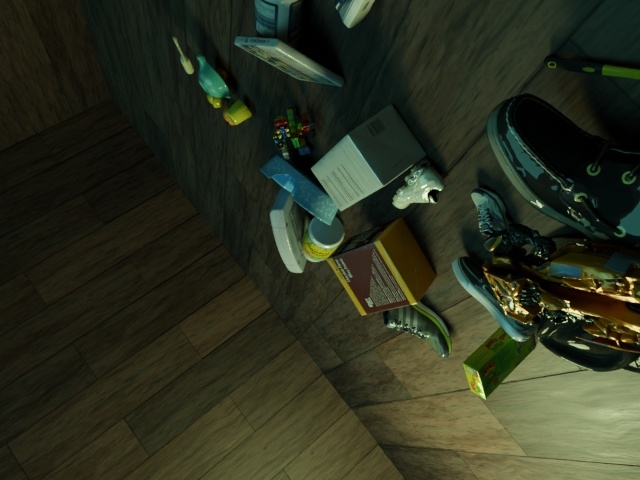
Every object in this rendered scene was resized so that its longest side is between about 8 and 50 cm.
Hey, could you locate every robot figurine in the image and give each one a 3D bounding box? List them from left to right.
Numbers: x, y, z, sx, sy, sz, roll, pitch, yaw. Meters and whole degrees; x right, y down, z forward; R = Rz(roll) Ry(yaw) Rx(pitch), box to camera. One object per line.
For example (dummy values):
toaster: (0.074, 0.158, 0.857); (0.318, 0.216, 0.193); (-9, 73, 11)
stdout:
robot figurine: (0.364, 0.073, 0.724); (0.291, 0.085, 0.211); (9, 140, 55)

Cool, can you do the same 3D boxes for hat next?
hat: (0.472, 0.146, 0.872); (0.331, 0.134, 0.331); (43, 156, 24)

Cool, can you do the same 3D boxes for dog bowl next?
dog bowl: (-0.058, -0.162, 1.514); (0.297, 0.074, 0.166); (41, -172, 30)

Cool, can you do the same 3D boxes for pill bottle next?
pill bottle: (-0.089, -0.522, 1.077); (0.108, 0.108, 0.180); (48, 157, 16)
pill bottle: (0.000, 0.000, 1.655); (0.117, 0.117, 0.208); (51, 158, 8)

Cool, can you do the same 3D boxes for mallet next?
mallet: (0.376, -0.230, 0.648); (0.189, 0.039, 0.062); (40, 156, 42)

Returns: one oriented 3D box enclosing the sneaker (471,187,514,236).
sneaker: (0.335, -0.041, 0.979); (0.135, 0.058, 0.052); (55, 159, 2)

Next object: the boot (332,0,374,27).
boot: (0.065, -0.464, 0.893); (0.086, 0.069, 0.190); (53, 161, -5)

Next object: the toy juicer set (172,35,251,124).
toy juicer set: (-0.354, -0.528, 1.667); (0.329, 0.089, 0.209); (51, 173, -13)

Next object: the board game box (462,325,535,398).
board game box: (0.400, 0.255, 1.113); (0.043, 0.181, 0.092); (23, 143, 53)

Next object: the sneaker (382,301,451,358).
sneaker: (0.256, 0.234, 1.464); (0.300, 0.121, 0.111); (47, 158, 19)

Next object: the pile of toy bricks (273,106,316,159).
pile of toy bricks: (-0.077, -0.318, 1.396); (0.212, 0.118, 0.105); (79, -179, -77)

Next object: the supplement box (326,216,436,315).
supplement box: (0.161, 0.072, 1.326); (0.194, 0.129, 0.191); (-23, 103, 45)

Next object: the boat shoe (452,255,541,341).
boat shoe: (0.384, 0.110, 1.087); (0.228, 0.080, 0.076); (56, 133, 27)

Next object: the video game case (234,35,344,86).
video game case: (-0.071, -0.412, 1.149); (0.201, 0.023, 0.183); (15, -170, -42)

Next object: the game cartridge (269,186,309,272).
game cartridge: (-0.098, -0.040, 1.713); (0.062, 0.198, 0.297); (4, 135, 20)

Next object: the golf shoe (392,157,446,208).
golf shoe: (0.220, -0.103, 1.122); (0.086, 0.069, 0.176); (44, 158, 9)

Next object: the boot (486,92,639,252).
boot: (0.416, -0.086, 0.603); (0.377, 0.138, 0.284); (45, 158, -2)

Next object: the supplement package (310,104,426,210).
supplement package: (0.100, -0.180, 1.150); (0.134, 0.139, 0.244); (54, 158, -4)
